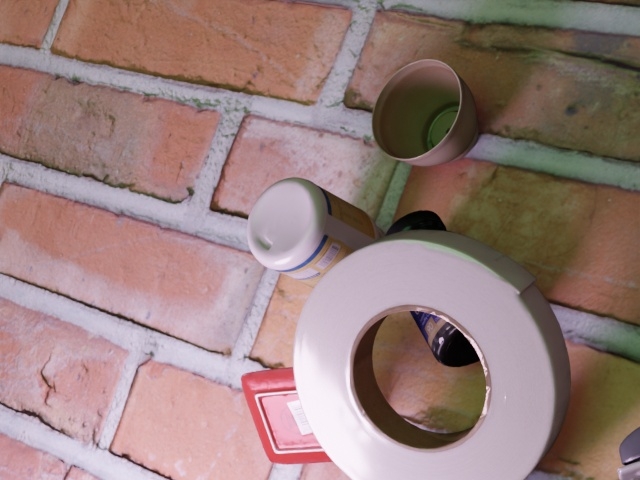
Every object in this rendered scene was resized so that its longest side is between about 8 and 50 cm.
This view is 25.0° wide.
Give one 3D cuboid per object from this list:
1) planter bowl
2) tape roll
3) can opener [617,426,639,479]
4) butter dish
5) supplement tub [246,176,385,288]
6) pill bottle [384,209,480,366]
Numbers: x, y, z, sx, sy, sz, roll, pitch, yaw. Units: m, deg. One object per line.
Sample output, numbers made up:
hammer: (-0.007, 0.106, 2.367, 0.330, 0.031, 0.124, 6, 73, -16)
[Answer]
planter bowl: (0.173, -0.181, 2.191, 0.162, 0.109, 0.162, -15, 64, 34)
tape roll: (0.147, 0.178, 1.962, 0.392, 0.072, 0.392, 7, 106, 26)
can opener: (0.490, 0.242, 1.783, 0.280, 0.074, 0.093, -23, 58, 30)
butter dish: (-0.016, 0.245, 2.174, 0.160, 0.118, 0.160, -8, 108, 32)
supplement tub: (0.000, 0.000, 2.197, 0.144, 0.199, 0.144, -16, 62, 33)
pill bottle: (0.176, 0.065, 2.080, 0.123, 0.123, 0.219, -42, 51, 18)
